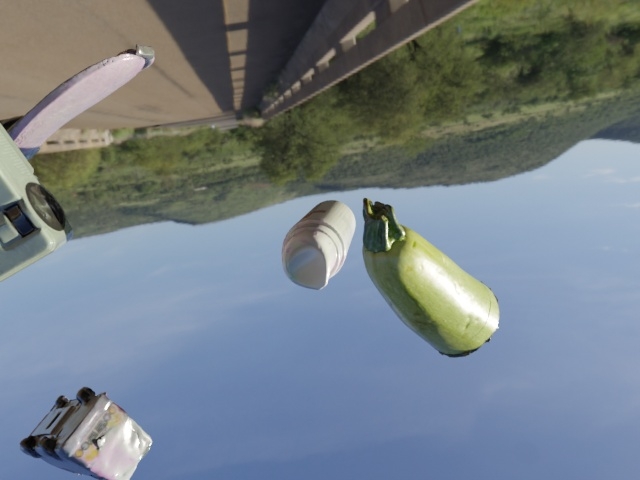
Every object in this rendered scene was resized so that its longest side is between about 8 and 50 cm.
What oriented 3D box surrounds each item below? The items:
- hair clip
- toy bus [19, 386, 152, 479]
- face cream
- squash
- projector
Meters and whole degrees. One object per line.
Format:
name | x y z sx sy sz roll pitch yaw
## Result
hair clip | -0.415 -0.211 0.860 0.359 0.095 0.110 -22 154 19
toy bus | -0.384 0.323 0.880 0.317 0.138 0.112 -23 -151 51
face cream | 0.000 0.000 0.914 0.102 0.101 0.345 -7 -171 9
squash | 0.097 0.030 0.538 0.094 0.224 0.094 -23 -134 25
projector | -0.466 -0.062 0.683 0.192 0.256 0.099 -30 -165 2
